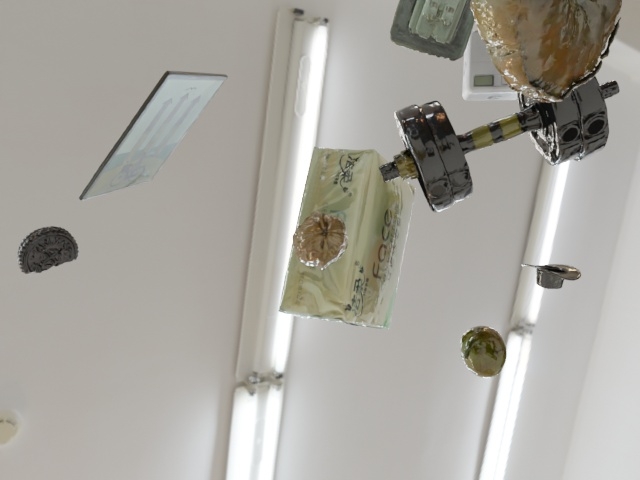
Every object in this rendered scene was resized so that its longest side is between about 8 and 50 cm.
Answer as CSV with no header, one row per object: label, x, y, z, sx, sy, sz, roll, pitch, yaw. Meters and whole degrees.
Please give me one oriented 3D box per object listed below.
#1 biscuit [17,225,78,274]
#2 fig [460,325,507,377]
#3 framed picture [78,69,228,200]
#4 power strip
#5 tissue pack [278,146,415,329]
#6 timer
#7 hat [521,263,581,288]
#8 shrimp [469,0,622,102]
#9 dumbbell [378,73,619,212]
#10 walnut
biscuit,-0.429,0.019,0.813,0.087,0.027,0.089,-62,-34,-5
fig,0.271,0.181,0.873,0.084,0.082,0.098,-56,-43,-15
framed picture,-0.337,-0.218,1.062,0.013,0.244,0.324,45,-68,-1
power strip,0.286,-0.559,1.254,0.199,0.064,0.213,12,-62,-3
tissue pack,0.082,0.009,1.294,0.332,0.206,0.404,24,-106,-59
timer,0.569,-0.564,1.677,0.195,0.193,0.194,-37,-52,-76
hat,0.496,0.077,1.119,0.121,0.121,0.050,-1,-78,-39
shrimp,0.157,-0.214,0.323,0.173,0.058,0.252,-24,-59,-26
dumbbell,0.283,-0.175,0.837,0.389,0.185,0.185,-20,-58,10
walnut,0.000,0.000,0.731,0.079,0.096,0.082,-8,-104,-7
